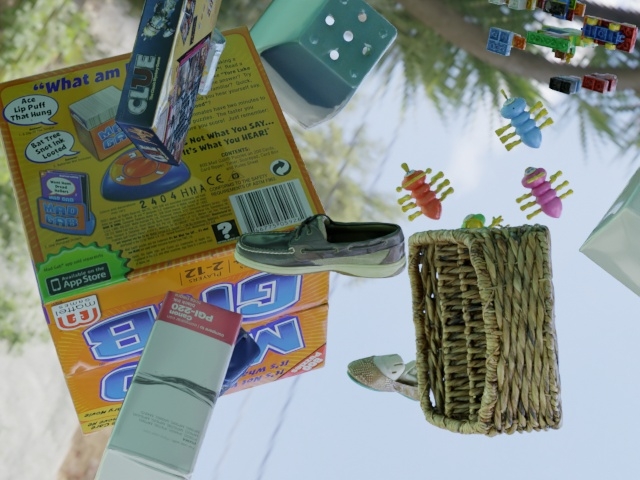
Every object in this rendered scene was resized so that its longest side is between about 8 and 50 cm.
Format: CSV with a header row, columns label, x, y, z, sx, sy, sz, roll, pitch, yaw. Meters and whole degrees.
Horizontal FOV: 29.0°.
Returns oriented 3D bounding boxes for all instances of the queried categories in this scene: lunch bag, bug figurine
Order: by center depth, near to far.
label,x,y,z,sx,sy,sz,roll,pitch,yaw
lunch bag,-0.117,0.138,1.463,0.065,0.067,0.098,-44,-179,39
lunch bag,-0.150,-0.224,1.488,0.083,0.053,0.071,50,-50,41
bug figurine,0.266,-0.089,1.930,0.279,0.216,0.072,-37,-177,8

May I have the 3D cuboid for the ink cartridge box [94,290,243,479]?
label,x,y,z,sx,sy,sz,roll,pitch,yaw
ink cartridge box,-0.164,0.186,1.282,0.218,0.092,0.158,-77,-171,-45

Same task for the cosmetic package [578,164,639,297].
label,x,y,z,sx,sy,sz,roll,pitch,yaw
cosmetic package,0.534,0.032,1.526,0.197,0.365,0.155,-48,173,-25

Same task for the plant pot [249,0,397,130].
label,x,y,z,sx,sy,sz,roll,pitch,yaw
plant pot,0.001,-0.275,1.757,0.165,0.165,0.234,-54,-165,-9

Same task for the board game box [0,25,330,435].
label,x,y,z,sx,sy,sz,roll,pitch,yaw
board game box,-0.212,-0.011,1.680,0.356,0.357,0.356,91,-20,-56

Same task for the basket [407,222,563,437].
label,x,y,z,sx,sy,sz,roll,pitch,yaw
basket,0.230,0.130,1.785,0.213,0.223,0.299,-11,97,-79

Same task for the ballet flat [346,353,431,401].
label,x,y,z,sx,sy,sz,roll,pitch,yaw
ballet flat,0.126,0.220,2.075,0.067,0.206,0.073,-47,-127,19

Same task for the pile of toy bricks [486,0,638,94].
label,x,y,z,sx,sy,sz,roll,pitch,yaw
pile of toy bricks,0.323,-0.262,1.609,0.212,0.105,0.118,24,-63,35

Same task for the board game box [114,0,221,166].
label,x,y,z,sx,sy,sz,roll,pitch,yaw
board game box,-0.159,-0.218,1.350,0.165,0.042,0.243,70,32,-78

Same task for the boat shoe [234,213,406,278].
label,x,y,z,sx,sy,sz,roll,pitch,yaw
boat shoe,0.000,0.000,1.085,0.056,0.152,0.049,-86,177,-60
